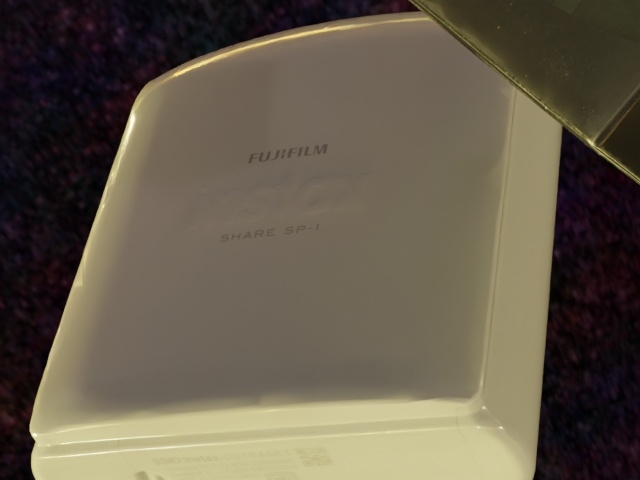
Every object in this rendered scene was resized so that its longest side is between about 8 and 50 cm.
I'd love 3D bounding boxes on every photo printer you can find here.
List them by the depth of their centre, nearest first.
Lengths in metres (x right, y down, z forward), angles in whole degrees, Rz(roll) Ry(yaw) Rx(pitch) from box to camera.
[{"bbox_3d":[0.000,0.000,0.851,0.256,0.107,0.307,-6,47,21],"label":"photo printer"}]

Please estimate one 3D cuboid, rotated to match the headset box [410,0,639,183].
[{"bbox_3d":[0.149,-0.161,0.621,0.246,0.131,0.283,-52,41,9],"label":"headset box"}]
